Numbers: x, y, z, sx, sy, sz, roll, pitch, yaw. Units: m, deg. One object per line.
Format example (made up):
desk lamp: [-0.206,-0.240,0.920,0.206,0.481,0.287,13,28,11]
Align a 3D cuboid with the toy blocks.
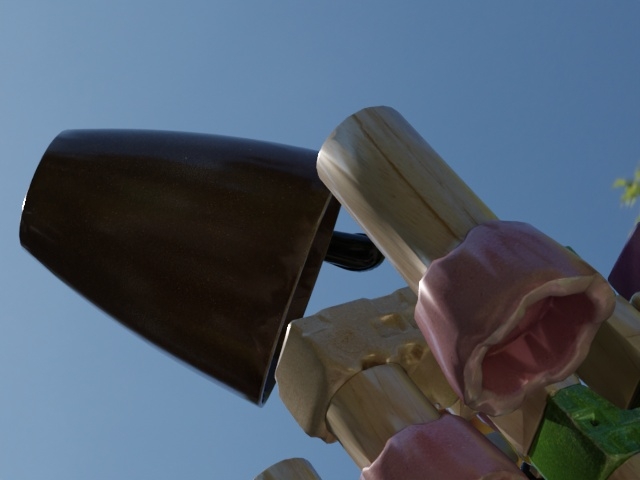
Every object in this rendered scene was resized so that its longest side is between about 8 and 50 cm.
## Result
toy blocks: [0.148,0.115,0.596,0.260,0.288,0.309,51,-40,36]

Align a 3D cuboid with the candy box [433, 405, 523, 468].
candy box: [0.153,0.234,1.364,0.109,0.053,0.187,-37,-80,13]

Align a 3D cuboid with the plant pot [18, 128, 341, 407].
plant pot: [-0.117,-0.005,1.115,0.230,0.215,0.215,20,-59,4]

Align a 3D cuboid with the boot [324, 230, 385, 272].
boot: [0.000,0.000,1.511,0.121,0.099,0.045,9,-99,32]
